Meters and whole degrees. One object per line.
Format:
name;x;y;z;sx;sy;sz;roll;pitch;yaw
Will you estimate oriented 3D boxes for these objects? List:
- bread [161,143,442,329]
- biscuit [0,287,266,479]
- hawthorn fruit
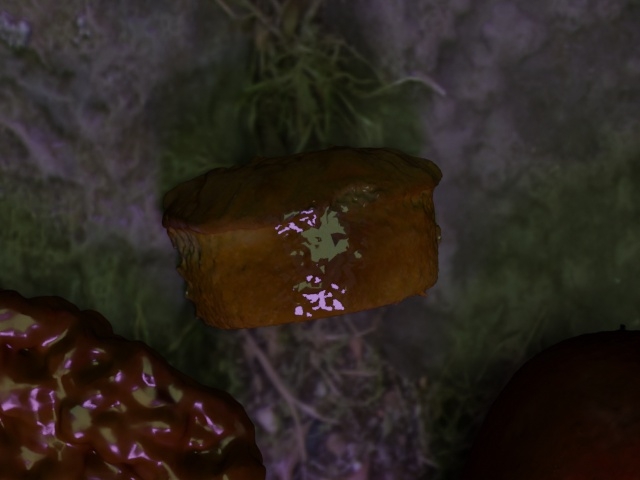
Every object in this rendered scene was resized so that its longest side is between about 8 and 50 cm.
bread;0.000;0.000;0.934;0.229;0.139;0.143;-13;100;-12
biscuit;-0.235;0.196;0.881;0.318;0.110;0.312;31;84;-13
hawthorn fruit;0.243;0.230;0.915;0.295;0.295;0.311;24;84;-11
